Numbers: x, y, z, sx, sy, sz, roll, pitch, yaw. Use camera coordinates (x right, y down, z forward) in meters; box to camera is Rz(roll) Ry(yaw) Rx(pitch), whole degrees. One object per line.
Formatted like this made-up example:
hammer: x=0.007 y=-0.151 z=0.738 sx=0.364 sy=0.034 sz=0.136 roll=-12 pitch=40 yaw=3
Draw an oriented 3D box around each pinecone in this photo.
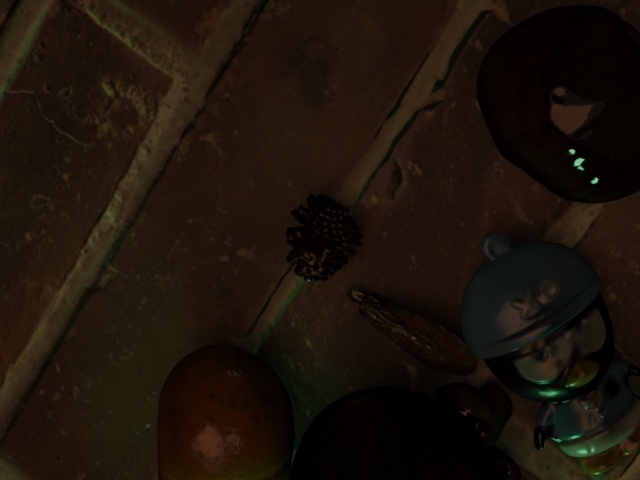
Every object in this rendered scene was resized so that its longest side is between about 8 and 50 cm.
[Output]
pinecone: x=0.004 y=0.001 z=1.427 sx=0.102 sy=0.102 sz=0.109 roll=15 pitch=120 yaw=12

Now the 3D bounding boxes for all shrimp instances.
shrimp: x=0.115 y=0.109 z=1.424 sx=0.190 sy=0.101 sz=0.042 roll=31 pitch=61 yaw=18

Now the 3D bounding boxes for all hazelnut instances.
hazelnut: x=0.282 y=-0.144 z=1.280 sx=0.218 sy=0.218 sz=0.234 roll=-34 pitch=88 yaw=16

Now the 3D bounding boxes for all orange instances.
orange: x=-0.116 y=0.245 z=1.421 sx=0.171 sy=0.240 sz=0.240 roll=0 pitch=98 yaw=-2

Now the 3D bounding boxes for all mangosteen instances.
mangosteen: x=0.106 y=0.312 z=1.350 sx=0.293 sy=0.297 sz=0.297 roll=3 pitch=99 yaw=-17

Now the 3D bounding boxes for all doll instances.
doll: x=0.279 y=0.125 z=1.349 sx=0.177 sy=0.141 sz=0.314 roll=-33 pitch=95 yaw=-5
